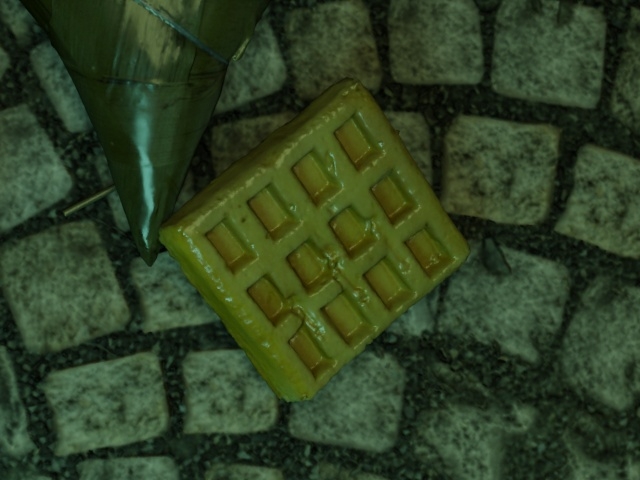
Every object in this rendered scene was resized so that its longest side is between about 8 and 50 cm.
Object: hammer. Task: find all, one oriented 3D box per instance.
[{"bbox_3d":[-0.201,-0.051,1.876,0.110,0.019,0.035,-28,88,-11],"label":"hammer"}]

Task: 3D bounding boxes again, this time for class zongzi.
[{"bbox_3d":[-0.231,-0.191,1.833,0.323,0.160,0.360,20,87,0],"label":"zongzi"}]

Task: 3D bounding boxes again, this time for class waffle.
[{"bbox_3d":[0.000,0.000,1.853,0.248,0.055,0.221,-40,112,-13],"label":"waffle"}]
